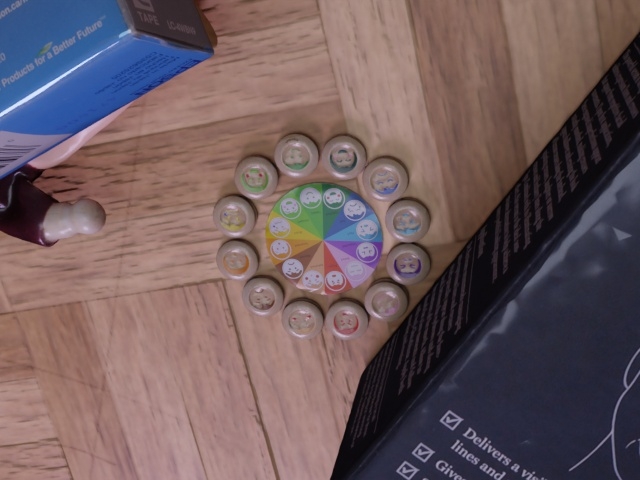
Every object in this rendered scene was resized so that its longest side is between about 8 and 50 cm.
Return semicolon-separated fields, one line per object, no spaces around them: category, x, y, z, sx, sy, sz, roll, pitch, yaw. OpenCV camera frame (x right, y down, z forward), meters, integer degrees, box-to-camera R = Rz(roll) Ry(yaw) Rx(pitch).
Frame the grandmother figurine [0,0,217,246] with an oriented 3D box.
grandmother figurine;-0.236;-0.087;0.799;0.342;0.104;0.208;-35;74;23

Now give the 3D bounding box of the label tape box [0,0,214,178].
label tape box;-0.256;-0.227;0.686;0.249;0.115;0.348;-26;82;22

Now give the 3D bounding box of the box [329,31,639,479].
box;0.238;0.090;0.714;0.293;0.212;0.395;35;113;-4

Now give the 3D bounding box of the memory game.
memory game;0.000;0.000;0.830;0.186;0.012;0.186;3;111;8
